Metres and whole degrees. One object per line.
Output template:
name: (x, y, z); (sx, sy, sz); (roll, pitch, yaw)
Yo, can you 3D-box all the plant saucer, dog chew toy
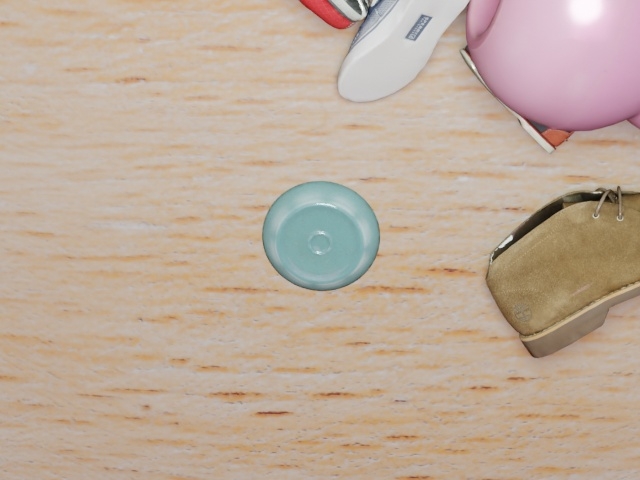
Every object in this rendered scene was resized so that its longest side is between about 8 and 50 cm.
plant saucer: (0.000, 0.000, 1.209); (0.119, 0.021, 0.119); (1, 111, 3)
dog chew toy: (0.299, -0.179, 1.033); (0.332, 0.206, 0.206); (11, 112, -10)

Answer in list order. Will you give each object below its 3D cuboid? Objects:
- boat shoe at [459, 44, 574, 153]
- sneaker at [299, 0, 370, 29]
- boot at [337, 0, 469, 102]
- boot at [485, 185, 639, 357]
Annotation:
boat shoe: (0.186, -0.140, 1.129); (0.137, 0.049, 0.043); (42, 105, -15)
sneaker: (-0.078, -0.276, 1.076); (0.279, 0.107, 0.118); (39, 122, -5)
boot: (0.074, -0.211, 1.103); (0.069, 0.086, 0.190); (15, 141, -29)
boot: (0.294, -0.013, 1.148); (0.305, 0.112, 0.115); (-35, 95, 18)
